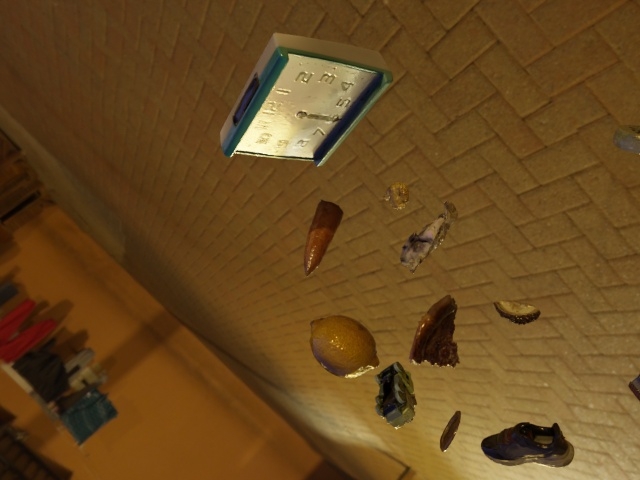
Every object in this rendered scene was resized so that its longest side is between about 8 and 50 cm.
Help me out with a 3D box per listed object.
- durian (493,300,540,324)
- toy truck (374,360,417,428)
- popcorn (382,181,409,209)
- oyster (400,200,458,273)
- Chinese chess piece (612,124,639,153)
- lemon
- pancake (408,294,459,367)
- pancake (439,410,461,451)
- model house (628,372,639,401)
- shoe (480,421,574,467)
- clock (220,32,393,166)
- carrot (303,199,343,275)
[{"bbox_3d":[0.545,0.198,1.452,0.131,0.066,0.052,8,164,32],"label":"durian"},{"bbox_3d":[0.216,0.429,1.418,0.116,0.085,0.191,46,-161,-13],"label":"toy truck"},{"bbox_3d":[0.241,-0.141,1.603,0.084,0.084,0.084,39,158,19],"label":"popcorn"},{"bbox_3d":[0.279,0.003,1.315,0.061,0.200,0.106,25,-147,-38],"label":"oyster"},{"bbox_3d":[0.537,-0.169,0.869,0.084,0.084,0.034,30,126,38],"label":"Chinese chess piece"},{"bbox_3d":[0.071,0.336,1.659,0.257,0.188,0.188,29,155,16],"label":"lemon"},{"bbox_3d":[0.419,0.345,1.781,0.244,0.266,0.057,46,175,-19],"label":"pancake"},{"bbox_3d":[0.324,0.473,1.291,0.011,0.114,0.115,28,156,8],"label":"pancake"},{"bbox_3d":[0.530,0.255,0.825,0.083,0.057,0.058,64,144,36],"label":"model house"},{"bbox_3d":[0.528,0.515,1.343,0.228,0.099,0.112,-6,117,26],"label":"shoe"},{"bbox_3d":[-0.037,-0.257,0.944,0.262,0.231,0.116,-46,53,48],"label":"clock"},{"bbox_3d":[0.000,0.000,1.251,0.072,0.204,0.072,14,151,8],"label":"carrot"}]
